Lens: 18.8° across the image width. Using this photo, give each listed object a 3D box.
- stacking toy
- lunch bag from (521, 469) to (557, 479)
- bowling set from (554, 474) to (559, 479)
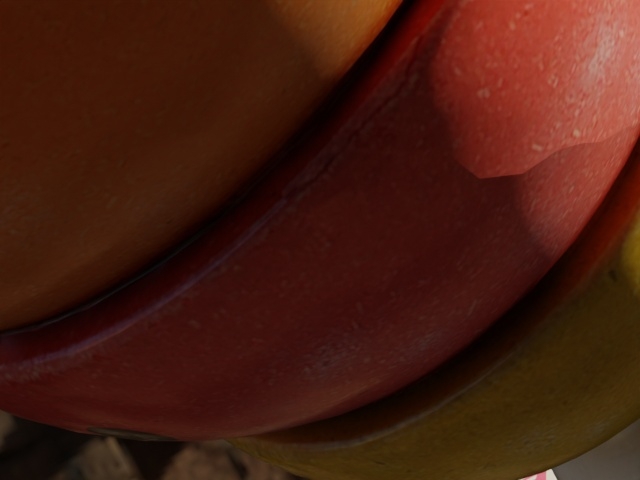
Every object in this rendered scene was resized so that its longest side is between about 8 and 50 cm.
[{"bbox_3d":[0.018,-0.038,0.553,0.350,0.480,0.350,-34,36,29],"label":"stacking toy"},{"bbox_3d":[0.156,0.246,1.430,0.120,0.293,0.258,-38,28,31],"label":"lunch bag"},{"bbox_3d":[0.147,0.041,0.920,0.287,0.154,0.200,-17,-16,-33],"label":"bowling set"}]
